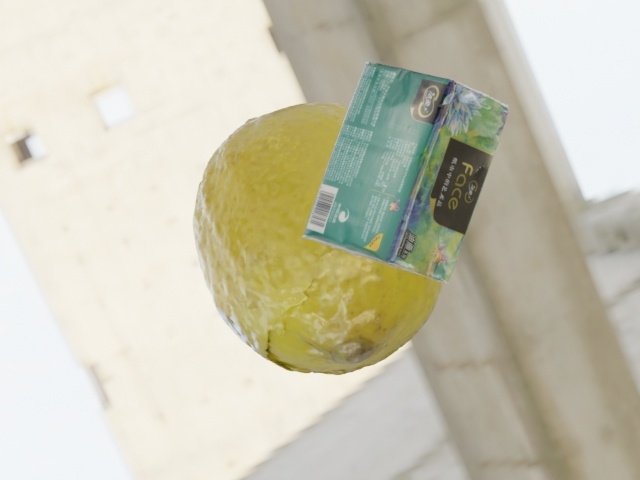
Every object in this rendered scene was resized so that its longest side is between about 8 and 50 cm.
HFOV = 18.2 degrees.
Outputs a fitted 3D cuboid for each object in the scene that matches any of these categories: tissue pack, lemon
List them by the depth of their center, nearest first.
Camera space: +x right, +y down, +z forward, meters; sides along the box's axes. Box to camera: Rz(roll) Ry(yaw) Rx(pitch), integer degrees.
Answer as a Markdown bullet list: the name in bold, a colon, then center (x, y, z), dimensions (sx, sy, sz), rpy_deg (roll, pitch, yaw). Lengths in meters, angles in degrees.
- **tissue pack**: center (0.057, -0.037, 1.161), dimensions (0.079, 0.111, 0.085), rpy_deg (20, 179, -41)
- **lemon**: center (-0.002, -0.001, 1.396), dimensions (0.193, 0.180, 0.180), rpy_deg (33, -131, 29)
